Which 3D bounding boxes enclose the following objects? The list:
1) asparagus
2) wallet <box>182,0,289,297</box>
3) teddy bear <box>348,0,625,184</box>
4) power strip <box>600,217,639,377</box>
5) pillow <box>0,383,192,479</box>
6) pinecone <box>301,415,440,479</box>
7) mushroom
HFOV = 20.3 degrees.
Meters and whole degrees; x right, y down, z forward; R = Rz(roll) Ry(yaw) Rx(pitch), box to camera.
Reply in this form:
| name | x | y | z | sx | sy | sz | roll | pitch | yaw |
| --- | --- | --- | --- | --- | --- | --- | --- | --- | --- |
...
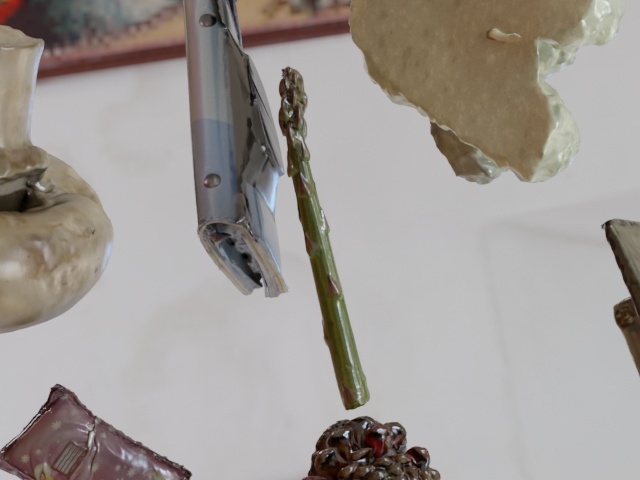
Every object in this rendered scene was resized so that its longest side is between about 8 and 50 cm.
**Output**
| name | x | y | z | sx | sy | sz | roll | pitch | yaw |
| --- | --- | --- | --- | --- | --- | --- | --- | --- | --- |
| asparagus | 0.000 | 0.000 | 1.237 | 0.024 | 0.025 | 0.249 | -114 | -168 | -78 |
| wallet | -0.066 | -0.079 | 1.416 | 0.170 | 0.069 | 0.231 | 69 | 13 | -64 |
| teddy bear | 0.221 | -0.207 | 1.797 | 0.375 | 0.362 | 0.327 | 27 | -74 | 41 |
| power strip | 0.340 | 0.111 | 1.606 | 0.092 | 0.251 | 0.257 | -34 | -114 | 35 |
| pillow | -0.238 | 0.237 | 1.870 | 0.118 | 0.185 | 0.043 | -52 | -168 | 8 |
| pinecone | 0.031 | 0.174 | 1.265 | 0.109 | 0.102 | 0.102 | -172 | -107 | -76 |
| mushroom | -0.333 | -0.063 | 1.766 | 0.292 | 0.292 | 0.290 | -120 | -136 | -62 |
